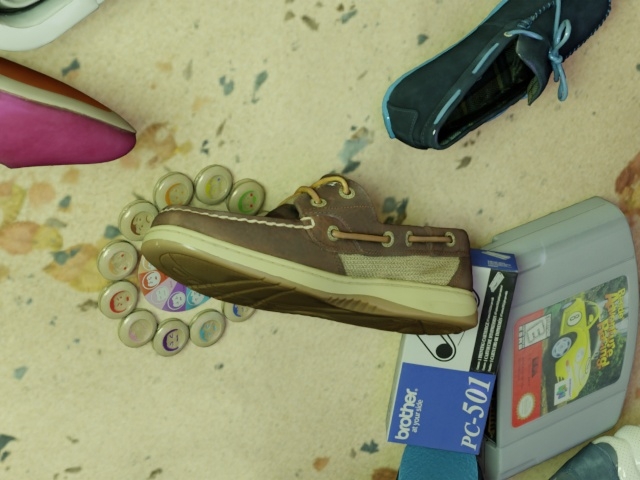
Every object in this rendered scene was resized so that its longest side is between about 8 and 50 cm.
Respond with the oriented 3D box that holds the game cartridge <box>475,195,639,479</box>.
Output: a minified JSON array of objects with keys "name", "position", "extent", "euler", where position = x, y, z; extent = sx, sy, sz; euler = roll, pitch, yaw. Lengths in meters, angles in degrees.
[{"name":"game cartridge","position":[0.252,0.106,1.684],"extent":[0.196,0.060,0.294],"euler":[-23,126,-29]}]

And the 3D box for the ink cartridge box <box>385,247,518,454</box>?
[{"name":"ink cartridge box","position":[0.129,0.107,1.568],"extent":[0.097,0.046,0.207],"euler":[9,113,-3]}]

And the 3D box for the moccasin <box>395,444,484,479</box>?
[{"name":"moccasin","position":[0.119,0.357,1.575],"extent":[0.117,0.137,0.342],"euler":[77,26,-49]}]

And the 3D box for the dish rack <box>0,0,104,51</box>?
[{"name":"dish rack","position":[-0.173,-0.327,1.120],"extent":[0.333,0.072,0.285],"euler":[-38,130,-13]}]

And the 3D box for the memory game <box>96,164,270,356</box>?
[{"name":"memory game","position":[-0.114,0.020,1.393],"extent":[0.186,0.012,0.186],"euler":[-18,124,-28]}]

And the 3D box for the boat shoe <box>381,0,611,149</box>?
[{"name":"boat shoe","position":[0.180,-0.154,1.460],"extent":[0.258,0.089,0.109],"euler":[-40,131,-12]}]

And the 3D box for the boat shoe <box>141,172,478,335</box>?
[{"name":"boat shoe","position":[0.000,0.000,1.400],"extent":[0.342,0.123,0.123],"euler":[12,76,-30]}]

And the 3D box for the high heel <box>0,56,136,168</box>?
[{"name":"high heel","position":[-0.322,-0.057,1.129],"extent":[0.377,0.127,0.181],"euler":[12,104,-27]}]

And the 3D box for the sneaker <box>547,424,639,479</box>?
[{"name":"sneaker","position":[0.381,0.336,1.826],"extent":[0.236,0.130,0.323],"euler":[-38,129,5]}]
